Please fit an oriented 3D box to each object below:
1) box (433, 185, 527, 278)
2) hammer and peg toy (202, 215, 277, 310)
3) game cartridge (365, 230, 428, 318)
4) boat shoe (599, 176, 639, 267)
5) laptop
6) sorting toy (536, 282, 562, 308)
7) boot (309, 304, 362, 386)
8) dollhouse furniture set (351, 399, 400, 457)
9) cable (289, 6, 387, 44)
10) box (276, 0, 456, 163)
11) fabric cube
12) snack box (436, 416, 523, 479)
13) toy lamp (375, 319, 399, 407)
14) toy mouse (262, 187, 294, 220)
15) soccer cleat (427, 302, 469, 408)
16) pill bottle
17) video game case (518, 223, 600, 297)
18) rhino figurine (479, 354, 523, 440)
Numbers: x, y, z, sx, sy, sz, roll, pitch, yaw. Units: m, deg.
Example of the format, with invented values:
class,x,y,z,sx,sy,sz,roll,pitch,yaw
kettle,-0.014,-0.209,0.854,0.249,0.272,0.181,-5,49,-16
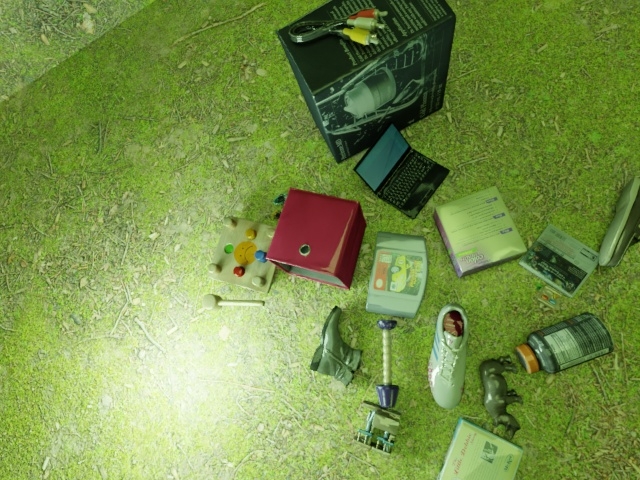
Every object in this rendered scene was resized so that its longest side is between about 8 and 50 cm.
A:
class,x,y,z,sx,sy,sz,roll,pitch,yaw
box,0.530,-0.026,1.360,0.213,0.117,0.243,-20,71,7
hammer and peg toy,-0.283,0.103,1.503,0.265,0.127,0.362,12,78,13
game cartridge,0.276,0.118,1.413,0.195,0.060,0.295,7,77,10
boat shoe,0.979,-0.049,1.265,0.096,0.117,0.325,26,74,18
laptop,0.299,-0.255,1.462,0.264,0.136,0.234,36,86,19
sorting toy,0.738,0.177,1.313,0.083,0.012,0.062,33,85,18
boot,0.074,0.361,1.388,0.161,0.083,0.247,18,85,9
dollhouse furniture set,0.168,0.588,1.240,0.128,0.184,0.130,14,79,16
cable,0.051,-0.622,1.143,0.286,0.072,0.140,14,75,15
box,0.168,-0.583,1.397,0.471,0.480,0.298,-27,72,5
fabric cube,0.000,0.000,1.396,0.253,0.259,0.259,14,78,17
snack box,0.455,0.730,1.203,0.187,0.060,0.322,22,81,17
toy lamp,0.221,0.407,1.336,0.080,0.080,0.275,-2,72,12
toy mouse,-0.129,-0.138,1.581,0.160,0.031,0.143,19,81,18
soccer cleat,0.404,0.361,1.270,0.115,0.143,0.332,5,77,14
pill bottle,0.727,0.320,1.216,0.245,0.130,0.131,-23,72,6
video game case,0.792,0.065,1.327,0.190,0.022,0.173,38,86,18
rhino figurine,0.558,0.483,1.240,0.106,0.073,0.244,-6,75,7
